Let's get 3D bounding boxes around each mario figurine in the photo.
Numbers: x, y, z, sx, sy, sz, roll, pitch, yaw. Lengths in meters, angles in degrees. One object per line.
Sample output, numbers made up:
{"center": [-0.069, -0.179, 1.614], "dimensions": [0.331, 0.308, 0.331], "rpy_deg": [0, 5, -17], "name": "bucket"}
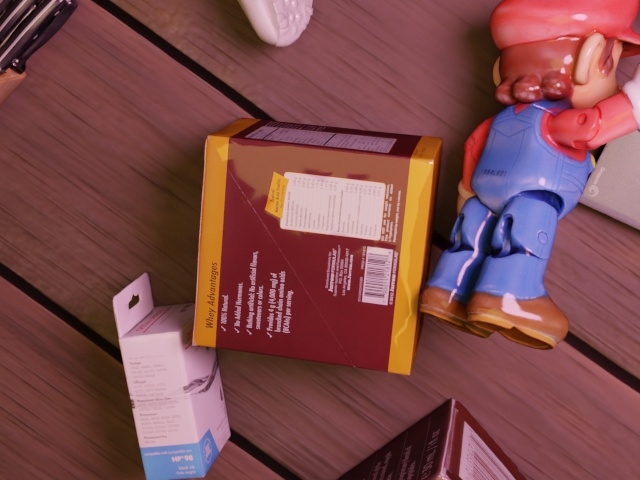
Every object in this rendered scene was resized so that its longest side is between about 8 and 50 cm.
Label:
{"center": [0.206, -0.066, 0.937], "dimensions": [0.198, 0.170, 0.320], "rpy_deg": [17, 83, 25], "name": "mario figurine"}

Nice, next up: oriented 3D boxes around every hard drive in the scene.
{"center": [0.309, -0.050, 0.998], "dimensions": [0.135, 0.022, 0.094], "rpy_deg": [25, 106, 4], "name": "hard drive"}

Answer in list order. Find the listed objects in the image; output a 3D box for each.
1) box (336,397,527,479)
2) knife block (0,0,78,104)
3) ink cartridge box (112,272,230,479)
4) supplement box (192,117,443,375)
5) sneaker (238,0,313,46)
{"center": [0.013, 0.329, 1.052], "dimensions": [0.381, 0.191, 0.143], "rpy_deg": [-40, 93, 15], "name": "box"}
{"center": [-0.338, -0.144, 1.055], "dimensions": [0.242, 0.088, 0.275], "rpy_deg": [3, 103, 10], "name": "knife block"}
{"center": [-0.140, 0.125, 1.074], "dimensions": [0.060, 0.104, 0.180], "rpy_deg": [-6, 102, 11], "name": "ink cartridge box"}
{"center": [0.000, 0.000, 1.008], "dimensions": [0.194, 0.129, 0.191], "rpy_deg": [7, 104, 8], "name": "supplement box"}
{"center": [-0.079, -0.279, 0.990], "dimensions": [0.095, 0.090, 0.235], "rpy_deg": [-16, 96, 25], "name": "sneaker"}
